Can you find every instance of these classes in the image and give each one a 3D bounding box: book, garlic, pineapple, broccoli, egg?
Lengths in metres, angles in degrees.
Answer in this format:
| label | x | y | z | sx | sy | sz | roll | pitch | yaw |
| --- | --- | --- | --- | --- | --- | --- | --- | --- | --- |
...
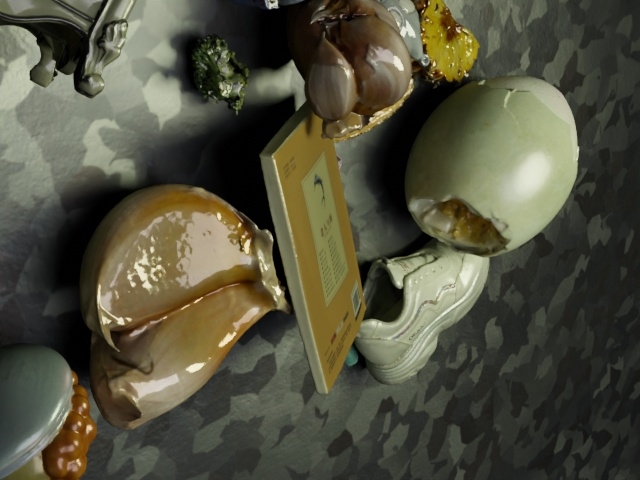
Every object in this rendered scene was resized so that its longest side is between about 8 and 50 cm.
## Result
| label | x | y | z | sx | sy | sz | roll | pitch | yaw |
| --- | --- | --- | --- | --- | --- | --- | --- | --- | --- |
| book | 0.000 | 0.000 | 1.508 | 0.269 | 0.032 | 0.388 | -57 | 140 | -60 |
| garlic | 0.040 | -0.276 | 1.429 | 0.160 | 0.214 | 0.191 | -6 | 136 | -6 |
| pineapple | 0.186 | -0.328 | 1.693 | 0.233 | 0.079 | 0.135 | 34 | 83 | -47 |
| broccoli | -0.138 | -0.231 | 1.389 | 0.095 | 0.092 | 0.097 | 13 | 112 | -27 |
| egg | 0.308 | -0.146 | 1.743 | 0.336 | 0.278 | 0.278 | -58 | 137 | -18 |
| garlic | -0.203 | 0.087 | 1.353 | 0.313 | 0.249 | 0.286 | -33 | 147 | -26 |

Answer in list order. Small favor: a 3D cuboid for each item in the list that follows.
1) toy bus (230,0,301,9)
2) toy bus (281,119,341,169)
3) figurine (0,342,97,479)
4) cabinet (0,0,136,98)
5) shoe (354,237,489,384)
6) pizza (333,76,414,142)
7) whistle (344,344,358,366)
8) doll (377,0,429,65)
| label | x | y | z | sx | sy | sz | roll | pitch | yaw |
| --- | --- | --- | --- | --- | --- | --- | --- | --- | --- |
| toy bus | -0.006 | -0.431 | 1.415 | 0.292 | 0.133 | 0.125 | -33 | 121 | -30 |
| toy bus | -0.016 | -0.142 | 1.588 | 0.131 | 0.037 | 0.052 | 37 | 73 | -45 |
| figurine | -0.394 | 0.319 | 1.238 | 0.205 | 0.225 | 0.381 | -12 | 114 | -39 |
| cabinet | -0.278 | -0.336 | 1.018 | 0.227 | 0.290 | 0.318 | 26 | 88 | -27 |
| shoe | 0.171 | 0.081 | 1.795 | 0.342 | 0.132 | 0.210 | -53 | 138 | -13 |
| pizza | 0.046 | -0.268 | 1.587 | 0.188 | 0.062 | 0.199 | -33 | 119 | -16 |
| whistle | 0.017 | 0.153 | 1.734 | 0.039 | 0.039 | 0.186 | -49 | 135 | -21 |
| doll | 0.100 | -0.360 | 1.573 | 0.227 | 0.075 | 0.102 | 48 | 69 | -21 |
